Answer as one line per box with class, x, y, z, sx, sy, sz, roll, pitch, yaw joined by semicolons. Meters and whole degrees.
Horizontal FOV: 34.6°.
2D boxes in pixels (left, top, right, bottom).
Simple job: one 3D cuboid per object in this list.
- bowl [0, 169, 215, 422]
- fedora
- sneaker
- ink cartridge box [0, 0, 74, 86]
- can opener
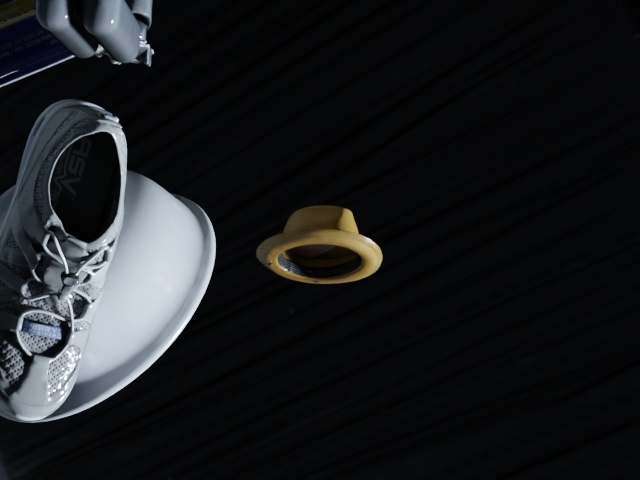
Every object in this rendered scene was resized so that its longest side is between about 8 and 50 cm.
bowl;-0.266;0.023;1.040;0.134;0.298;0.298;54;23;-37
fedora;0.000;0.000;1.527;0.194;0.194;0.079;35;52;-47
sneaker;-0.227;0.015;0.865;0.105;0.115;0.281;9;90;-26
ink cartridge box;-0.494;-0.259;1.440;0.307;0.304;0.072;25;-41;60
can opener;-0.202;-0.217;0.959;0.283;0.076;0.095;-166;-98;-86
